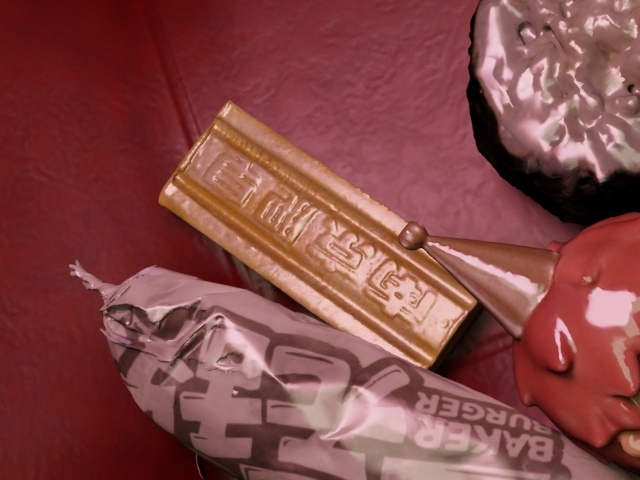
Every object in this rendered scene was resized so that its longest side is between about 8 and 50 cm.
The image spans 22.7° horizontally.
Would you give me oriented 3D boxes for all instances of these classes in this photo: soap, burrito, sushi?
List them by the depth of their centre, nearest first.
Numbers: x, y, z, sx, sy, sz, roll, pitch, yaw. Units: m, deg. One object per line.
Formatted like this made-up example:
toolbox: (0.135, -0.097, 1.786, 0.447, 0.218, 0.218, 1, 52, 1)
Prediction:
sushi: (0.261, -0.138, 1.022, 0.350, 0.171, 0.211, -36, 67, 5)
burrito: (0.015, 0.130, 1.053, 0.445, 0.101, 0.139, 25, 107, 15)
soap: (0.000, 0.000, 1.137, 0.252, 0.037, 0.092, 35, 87, 22)

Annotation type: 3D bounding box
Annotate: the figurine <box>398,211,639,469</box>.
figurine: (0.227, 0.077, 0.944, 0.387, 0.166, 0.207, 36, 64, 6)
